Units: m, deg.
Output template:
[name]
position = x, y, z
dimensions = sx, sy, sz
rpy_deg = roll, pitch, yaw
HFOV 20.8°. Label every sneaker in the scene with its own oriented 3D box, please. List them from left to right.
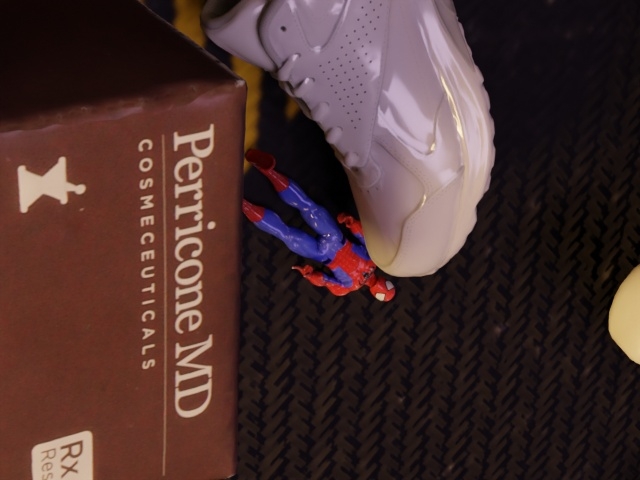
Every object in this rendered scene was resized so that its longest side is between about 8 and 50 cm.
[sneaker]
position = 0.005, -0.085, 0.749
dimensions = 0.115, 0.090, 0.232
rpy_deg = -17, 115, -18

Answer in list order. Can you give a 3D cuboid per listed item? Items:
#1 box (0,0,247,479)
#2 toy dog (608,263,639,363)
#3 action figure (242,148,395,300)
[box]
position = -0.154, 0.004, 0.625
dimensions = 0.203, 0.167, 0.168
rpy_deg = -14, 122, -28
[toy dog]
position = 0.340, 0.017, 0.900
dimensions = 0.395, 0.284, 0.408
rpy_deg = -25, 125, -21
[action figure]
position = 0.000, 0.000, 0.823
dimensions = 0.038, 0.030, 0.115
rpy_deg = -55, 134, -3
